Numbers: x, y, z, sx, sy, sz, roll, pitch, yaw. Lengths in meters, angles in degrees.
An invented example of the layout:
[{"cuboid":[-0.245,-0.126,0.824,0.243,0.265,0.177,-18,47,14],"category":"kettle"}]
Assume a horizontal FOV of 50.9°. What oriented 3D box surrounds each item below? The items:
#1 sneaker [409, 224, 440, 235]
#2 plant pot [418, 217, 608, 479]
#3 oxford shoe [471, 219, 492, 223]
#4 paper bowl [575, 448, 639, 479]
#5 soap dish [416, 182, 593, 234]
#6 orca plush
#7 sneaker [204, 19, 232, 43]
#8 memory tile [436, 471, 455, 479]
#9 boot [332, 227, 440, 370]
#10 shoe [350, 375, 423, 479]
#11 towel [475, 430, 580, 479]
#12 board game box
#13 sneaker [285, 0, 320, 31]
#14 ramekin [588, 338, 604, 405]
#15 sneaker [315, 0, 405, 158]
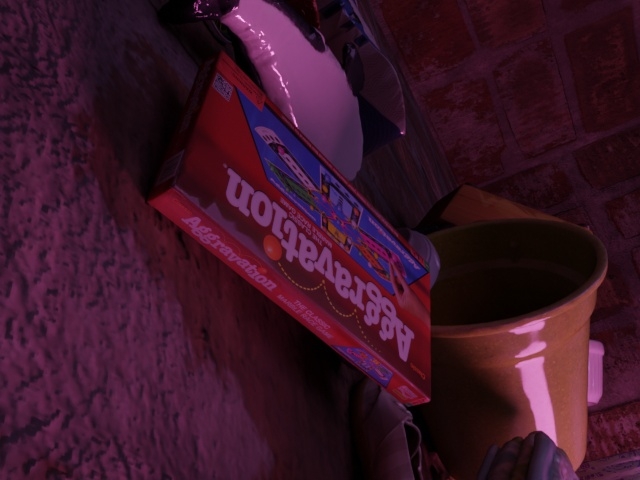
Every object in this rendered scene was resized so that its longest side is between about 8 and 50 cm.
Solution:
[{"cuboid":[0.169,0.066,1.079,0.087,0.083,0.221,62,24,-46],"category":"sneaker"},{"cuboid":[0.207,0.143,0.794,0.276,0.276,0.254,-71,147,-67],"category":"plant pot"},{"cuboid":[0.240,0.150,0.954,0.133,0.130,0.363,-38,125,-47],"category":"oxford shoe"},{"cuboid":[0.375,0.382,0.919,0.284,0.284,0.148,40,32,-60],"category":"paper bowl"},{"cuboid":[0.331,0.001,1.231,0.229,0.291,0.118,122,-12,-82],"category":"soap dish"},{"cuboid":[-0.055,-0.151,0.649,0.287,0.102,0.151,23,91,-55],"category":"orca plush"},{"cuboid":[-0.095,-0.220,0.633,0.083,0.035,0.031,46,27,-53],"category":"sneaker"},{"cuboid":[0.173,0.352,0.793,0.113,0.012,0.148,46,26,-54],"category":"memory tile"},{"cuboid":[0.052,0.012,0.683,0.123,0.095,0.258,63,21,-15],"category":"boot"},{"cuboid":[0.067,0.193,0.564,0.076,0.058,0.219,59,17,-29],"category":"shoe"},{"cuboid":[0.205,0.388,0.563,0.320,0.090,0.374,63,32,-10],"category":"towel"},{"cuboid":[0.000,0.000,0.514,0.281,0.027,0.145,42,39,-33],"category":"board game box"},{"cuboid":[-0.035,-0.235,0.810,0.128,0.087,0.221,-102,176,-60],"category":"sneaker"},{"cuboid":[0.480,0.300,1.463,0.273,0.273,0.127,37,47,-62],"category":"ramekin"},{"cuboid":[0.029,-0.283,0.967,0.315,0.127,0.182,62,18,-15],"category":"sneaker"}]
